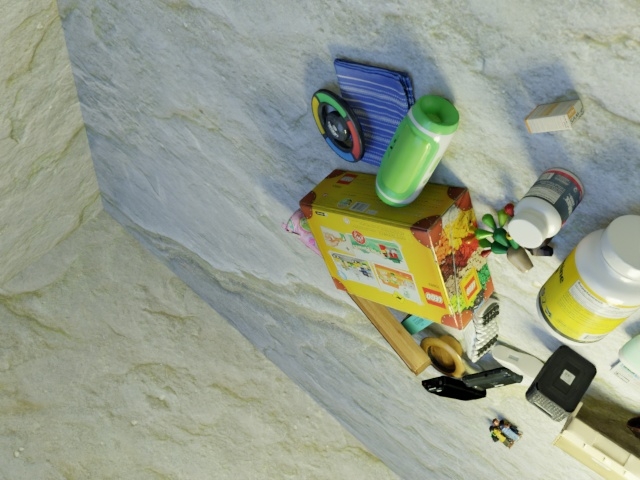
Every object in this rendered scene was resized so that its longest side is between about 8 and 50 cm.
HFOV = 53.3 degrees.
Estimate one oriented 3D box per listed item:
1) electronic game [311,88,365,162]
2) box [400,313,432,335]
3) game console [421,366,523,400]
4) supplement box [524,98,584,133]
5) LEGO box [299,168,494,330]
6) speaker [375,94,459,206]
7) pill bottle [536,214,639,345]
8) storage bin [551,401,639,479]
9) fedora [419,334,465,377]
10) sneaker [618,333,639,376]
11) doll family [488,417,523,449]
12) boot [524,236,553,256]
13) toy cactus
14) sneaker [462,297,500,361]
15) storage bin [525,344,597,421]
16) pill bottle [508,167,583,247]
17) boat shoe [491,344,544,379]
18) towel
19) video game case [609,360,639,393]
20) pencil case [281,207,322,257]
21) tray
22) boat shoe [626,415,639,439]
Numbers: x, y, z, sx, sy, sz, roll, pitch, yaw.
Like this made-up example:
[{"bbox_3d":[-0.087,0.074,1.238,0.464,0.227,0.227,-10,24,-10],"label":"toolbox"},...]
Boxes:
[{"bbox_3d":[0.048,-0.322,1.803,0.229,0.048,0.229,48,161,23],"label":"electronic game"},{"bbox_3d":[0.356,0.230,2.100,0.060,0.100,0.244,45,152,5],"label":"box"},{"bbox_3d":[0.535,0.491,2.185,0.213,0.044,0.361,22,149,-30],"label":"game console"},{"bbox_3d":[0.485,-0.256,1.323,0.098,0.062,0.036,4,130,53],"label":"supplement box"},{"bbox_3d":[0.220,0.015,1.899,0.500,0.193,0.373,15,140,44],"label":"LEGO box"},{"bbox_3d":[0.236,-0.217,1.604,0.131,0.131,0.297,39,141,12],"label":"speaker"},{"bbox_3d":[0.637,0.092,1.442,0.188,0.188,0.334,37,150,15],"label":"pill bottle"},{"bbox_3d":[0.829,0.603,1.850,0.262,0.123,0.260,33,166,24],"label":"storage bin"},{"bbox_3d":[0.438,0.389,2.219,0.194,0.079,0.194,33,149,23],"label":"fedora"},{"bbox_3d":[0.863,0.313,1.527,0.255,0.094,0.151,36,148,16],"label":"sneaker"},{"bbox_3d":[0.669,0.699,2.330,0.111,0.076,0.193,40,147,20],"label":"doll family"},{"bbox_3d":[0.541,-0.009,1.601,0.087,0.042,0.119,27,138,50],"label":"boot"},{"bbox_3d":[0.471,0.007,1.630,0.181,0.112,0.219,53,151,9],"label":"toy cactus"},{"bbox_3d":[0.484,0.262,1.983,0.118,0.110,0.292,38,148,38],"label":"sneaker"},{"bbox_3d":[0.679,0.403,1.801,0.122,0.180,0.084,36,151,17],"label":"storage bin"},{"bbox_3d":[0.499,-0.069,1.424,0.108,0.180,0.108,33,150,22],"label":"pill bottle"},{"bbox_3d":[0.623,0.389,1.993,0.184,0.066,0.063,17,161,33],"label":"boat shoe"},{"bbox_3d":[0.154,-0.321,1.714,0.243,0.040,0.336,25,146,36],"label":"towel"},{"bbox_3d":[0.861,0.362,1.673,0.157,0.019,0.143,37,151,17],"label":"video game case"},{"bbox_3d":[0.000,0.000,2.262,0.284,0.124,0.124,39,151,11],"label":"pencil case"},{"bbox_3d":[0.220,0.282,2.219,0.411,0.076,0.203,49,178,19],"label":"tray"},{"bbox_3d":[0.913,0.500,1.726,0.073,0.073,0.207,40,151,6],"label":"boat shoe"}]
